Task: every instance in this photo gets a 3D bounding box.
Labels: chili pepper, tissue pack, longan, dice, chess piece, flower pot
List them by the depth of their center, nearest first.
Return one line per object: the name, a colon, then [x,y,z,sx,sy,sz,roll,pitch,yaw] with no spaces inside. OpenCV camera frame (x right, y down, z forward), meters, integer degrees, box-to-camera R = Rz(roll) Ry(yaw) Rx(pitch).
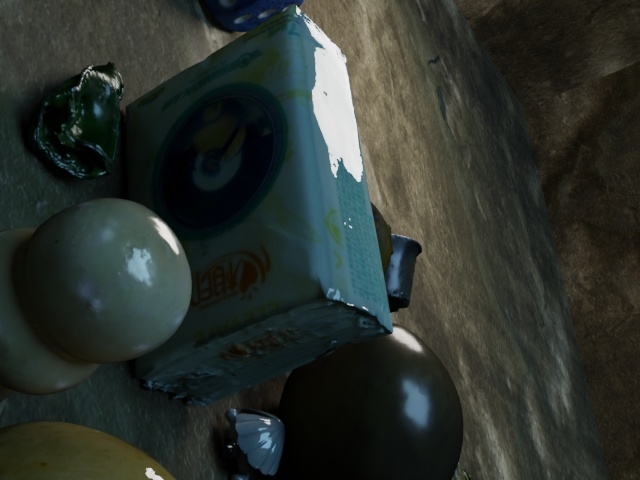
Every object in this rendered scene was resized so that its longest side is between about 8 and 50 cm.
chess piece: [-0.234,0.064,0.814,0.167,0.299,0.167,47,33,-43]
chili pepper: [-0.267,-0.146,1.241,0.216,0.062,0.108,-72,142,-58]
tissue pack: [-0.087,-0.037,1.260,0.162,0.287,0.388,31,42,-48]
longan: [0.065,0.233,1.393,0.243,0.300,0.300,10,53,-21]
dice: [-0.113,-0.426,1.722,0.146,0.146,0.143,-9,77,-67]
flower pot: [0.089,0.060,1.770,0.157,0.157,0.107,30,57,-57]

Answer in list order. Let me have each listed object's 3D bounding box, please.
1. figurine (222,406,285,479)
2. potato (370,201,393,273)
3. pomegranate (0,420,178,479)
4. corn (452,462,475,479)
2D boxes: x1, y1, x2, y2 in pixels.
figurine: [-0.086,0.245,1.307,0.086,0.082,0.094,-32,90,-50]
potato: [0.000,0.000,1.571,0.307,0.173,0.210,20,50,-58]
pomegranate: [-0.207,0.269,0.734,0.307,0.307,0.307,49,30,-40]
corn: [0.204,0.497,1.661,0.122,0.123,0.305,48,28,-58]
